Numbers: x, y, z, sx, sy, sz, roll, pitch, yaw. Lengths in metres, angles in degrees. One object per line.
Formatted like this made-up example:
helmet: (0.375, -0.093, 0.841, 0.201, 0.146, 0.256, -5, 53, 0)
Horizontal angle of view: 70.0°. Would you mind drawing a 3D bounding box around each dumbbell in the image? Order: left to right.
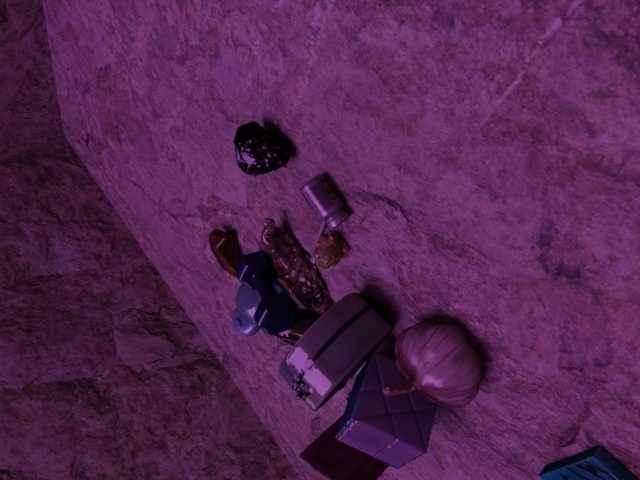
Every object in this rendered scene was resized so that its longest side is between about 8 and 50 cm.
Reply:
dumbbell: (-0.193, 0.180, 1.639, 0.160, 0.144, 0.325, 46, -174, -44)

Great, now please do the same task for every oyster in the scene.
oyster: (-0.114, 0.094, 1.591, 0.396, 0.111, 0.204, 59, 153, -14)

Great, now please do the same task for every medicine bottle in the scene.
medicine bottle: (0.013, -0.102, 1.236, 0.140, 0.079, 0.079, 55, 150, 2)

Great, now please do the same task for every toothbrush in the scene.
toothbrush: (0.000, 0.000, 1.413, 0.026, 0.022, 0.263, 34, 146, 11)

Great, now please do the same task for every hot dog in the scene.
hot dog: (-0.126, 0.161, 1.742, 0.090, 0.030, 0.034, 43, 147, 19)

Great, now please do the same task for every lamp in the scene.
lamp: (-0.261, 0.259, 1.843, 0.209, 0.147, 0.284, 49, 127, 36)

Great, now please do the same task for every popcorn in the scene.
popcorn: (0.026, 0.036, 1.343, 0.089, 0.109, 0.097, 31, -166, -18)

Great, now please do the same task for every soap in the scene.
soap: (0.135, 0.719, 1.594, 0.232, 0.359, 0.128, 3, 119, 54)

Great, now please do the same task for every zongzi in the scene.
zongzi: (0.000, 0.366, 1.706, 0.285, 0.139, 0.300, 9, 152, 32)

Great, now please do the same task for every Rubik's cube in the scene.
Rubik's cube: (0.200, 0.502, 1.358, 0.221, 0.231, 0.225, 23, 144, 5)

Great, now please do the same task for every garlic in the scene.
garlic: (0.259, 0.334, 1.152, 0.245, 0.253, 0.245, 40, 143, 39)

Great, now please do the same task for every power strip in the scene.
power strip: (0.038, 0.328, 1.344, 0.161, 0.357, 0.358, 43, 148, 16)

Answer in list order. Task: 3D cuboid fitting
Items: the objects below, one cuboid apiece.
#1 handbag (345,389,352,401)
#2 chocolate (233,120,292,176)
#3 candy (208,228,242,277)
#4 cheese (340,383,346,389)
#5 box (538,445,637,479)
handbag: (0.212, 0.555, 1.502, 0.229, 0.179, 0.062, 45, 149, 20)
chocolate: (-0.144, -0.254, 1.286, 0.133, 0.156, 0.156, 9, 130, 27)
candy: (-0.394, 0.072, 1.978, 0.143, 0.101, 0.272, 20, 140, 42)
cheese: (0.012, 0.506, 1.785, 0.202, 0.091, 0.175, 28, 164, 20)
box: (0.633, 0.572, 1.049, 0.161, 0.042, 0.226, 42, 147, 20)
